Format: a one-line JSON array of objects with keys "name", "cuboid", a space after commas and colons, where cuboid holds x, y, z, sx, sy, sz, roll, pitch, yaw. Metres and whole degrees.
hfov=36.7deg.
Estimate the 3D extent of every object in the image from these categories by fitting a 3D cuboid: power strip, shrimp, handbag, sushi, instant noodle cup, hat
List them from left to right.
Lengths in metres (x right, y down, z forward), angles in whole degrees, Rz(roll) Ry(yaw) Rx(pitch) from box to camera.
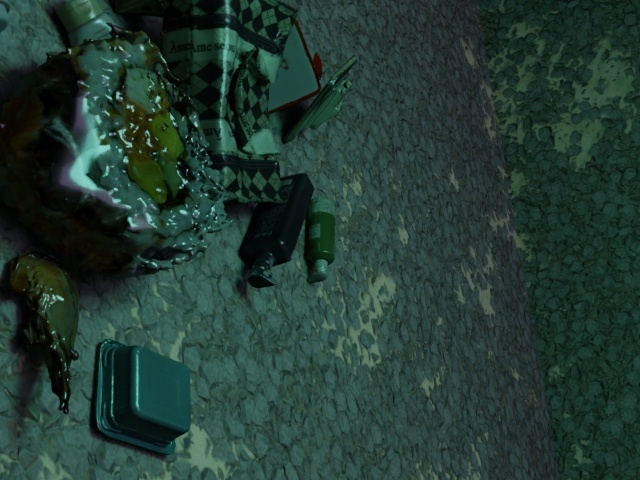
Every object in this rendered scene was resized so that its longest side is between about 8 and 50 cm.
[{"name": "shrimp", "cuboid": [-0.395, 0.127, 1.349, 0.117, 0.066, 0.262, 26, 35, -35]}, {"name": "sushi", "cuboid": [-0.314, -0.129, 1.517, 0.417, 0.176, 0.417, 33, 48, -45]}, {"name": "hat", "cuboid": [-0.358, -0.445, 1.783, 0.146, 0.067, 0.146, 44, -5, 5]}, {"name": "instant noodle cup", "cuboid": [-0.268, 0.238, 1.502, 0.179, 0.070, 0.157, 33, 44, -48]}, {"name": "handbag", "cuboid": [-0.166, -0.261, 1.835, 0.317, 0.180, 0.416, 3, 87, -64]}, {"name": "power strip", "cuboid": [0.018, -0.313, 2.214, 0.064, 0.213, 0.198, 41, 34, -3]}]

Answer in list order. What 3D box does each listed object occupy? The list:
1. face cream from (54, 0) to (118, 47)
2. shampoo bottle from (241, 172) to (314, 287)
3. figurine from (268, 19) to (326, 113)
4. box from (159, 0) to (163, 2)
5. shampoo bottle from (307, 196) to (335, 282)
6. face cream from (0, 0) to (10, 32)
[{"name": "face cream", "cuboid": [-0.363, -0.315, 1.661, 0.114, 0.070, 0.224, -36, 107, -18]}, {"name": "shampoo bottle", "cuboid": [-0.092, -0.019, 1.947, 0.309, 0.098, 0.071, -72, 143, -49]}, {"name": "figurine", "cuboid": [-0.064, -0.398, 2.209, 0.183, 0.160, 0.226, 70, 18, -3]}, {"name": "box", "cuboid": [-0.272, -0.621, 2.017, 0.198, 0.084, 0.310, 11, 64, -60]}, {"name": "shampoo bottle", "cuboid": [0.000, 0.000, 2.144, 0.065, 0.065, 0.204, 42, 37, -43]}, {"name": "face cream", "cuboid": [-0.507, -0.349, 1.413, 0.091, 0.091, 0.095, -16, 79, -62]}]
